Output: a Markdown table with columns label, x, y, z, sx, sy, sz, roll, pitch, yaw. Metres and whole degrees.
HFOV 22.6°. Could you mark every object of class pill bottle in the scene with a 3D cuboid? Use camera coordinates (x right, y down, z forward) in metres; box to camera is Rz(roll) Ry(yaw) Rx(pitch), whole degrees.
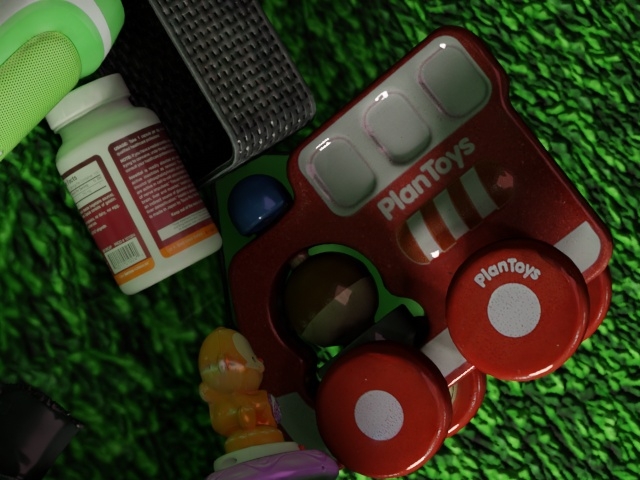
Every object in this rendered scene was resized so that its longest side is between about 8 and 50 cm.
| label | x | y | z | sx | sy | sz | roll | pitch | yaw |
| --- | --- | --- | --- | --- | --- | --- | --- | --- | --- |
| pill bottle | -0.142 | -0.043 | 1.189 | 0.086 | 0.086 | 0.152 | -28 | 92 | -33 |

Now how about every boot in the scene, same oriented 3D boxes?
| label | x | y | z | sx | sy | sz | roll | pitch | yaw |
| --- | --- | --- | --- | --- | --- | --- | --- | --- | --- |
| boot | -0.197 | 0.162 | 1.109 | 0.121 | 0.045 | 0.099 | 27 | 64 | 5 |

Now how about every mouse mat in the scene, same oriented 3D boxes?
| label | x | y | z | sx | sy | sz | roll | pitch | yaw |
| --- | --- | --- | --- | --- | --- | --- | --- | --- | --- |
| mouse mat | 0.000 | 0.000 | 1.308 | 0.189 | 0.007 | 0.153 | -1 | 77 | -31 |

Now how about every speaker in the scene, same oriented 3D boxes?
| label | x | y | z | sx | sy | sz | roll | pitch | yaw |
| --- | --- | --- | --- | --- | --- | --- | --- | --- | --- |
| speaker | -0.269 | -0.086 | 1.087 | 0.131 | 0.131 | 0.296 | 45 | 68 | -12 |

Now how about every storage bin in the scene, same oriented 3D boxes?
| label | x | y | z | sx | sy | sz | roll | pitch | yaw |
| --- | --- | --- | --- | --- | --- | --- | --- | --- | --- |
| storage bin | -0.099 | -0.138 | 1.216 | 0.084 | 0.122 | 0.180 | -30 | 91 | -32 |

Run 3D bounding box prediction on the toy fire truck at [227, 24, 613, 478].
| label | x | y | z | sx | sy | sz | roll | pitch | yaw |
| --- | --- | --- | --- | --- | --- | --- | --- | --- | --- |
| toy fire truck | 0.061 | 0.020 | 1.204 | 0.254 | 0.302 | 0.169 | 54 | 17 | 7 |

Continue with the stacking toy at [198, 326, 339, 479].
| label | x | y | z | sx | sy | sz | roll | pitch | yaw |
| --- | --- | --- | --- | --- | --- | --- | --- | --- | --- |
| stacking toy | -0.034 | 0.204 | 1.127 | 0.165 | 0.175 | 0.302 | -16 | 74 | 9 |
